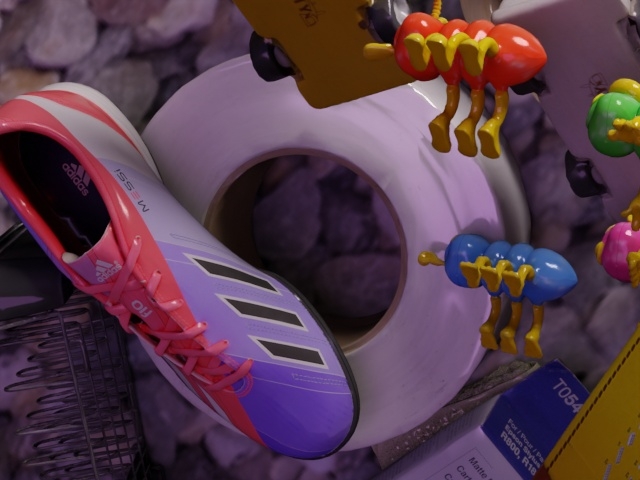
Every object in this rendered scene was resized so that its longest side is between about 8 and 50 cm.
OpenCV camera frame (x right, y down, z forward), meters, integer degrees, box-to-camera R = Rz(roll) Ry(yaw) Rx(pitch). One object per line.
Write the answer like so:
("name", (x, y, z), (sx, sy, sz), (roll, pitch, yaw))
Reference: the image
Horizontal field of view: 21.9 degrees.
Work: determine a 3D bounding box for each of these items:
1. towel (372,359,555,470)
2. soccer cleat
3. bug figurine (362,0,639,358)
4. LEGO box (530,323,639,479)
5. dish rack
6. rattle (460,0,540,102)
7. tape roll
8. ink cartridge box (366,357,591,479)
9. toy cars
("towel", (0.116, 0.159, 1.203), (0.148, 0.027, 0.110), (-28, 94, 21))
("soccer cleat", (-0.105, 0.030, 1.089), (0.108, 0.116, 0.318), (-43, 87, 21))
("bug figurine", (0.141, -0.032, 0.961), (0.216, 0.072, 0.279), (14, 145, 24))
("LEGO box", (0.392, 0.061, 0.883), (0.500, 0.372, 0.193), (-60, 37, 24))
("dish rack", (-0.174, 0.125, 1.200), (0.074, 0.208, 0.272), (-10, 101, 5))
("rattle", (0.143, -0.137, 1.055), (0.130, 0.143, 0.200), (-19, 83, 17))
("tape roll", (0.000, 0.000, 1.165), (0.286, 0.100, 0.286), (4, 104, 17))
("ink cartridge box", (0.146, 0.227, 1.177), (0.224, 0.045, 0.223), (-38, 100, 23))
("toy cars", (0.087, -0.138, 1.003), (0.393, 0.087, 0.176), (21, 140, -7))
